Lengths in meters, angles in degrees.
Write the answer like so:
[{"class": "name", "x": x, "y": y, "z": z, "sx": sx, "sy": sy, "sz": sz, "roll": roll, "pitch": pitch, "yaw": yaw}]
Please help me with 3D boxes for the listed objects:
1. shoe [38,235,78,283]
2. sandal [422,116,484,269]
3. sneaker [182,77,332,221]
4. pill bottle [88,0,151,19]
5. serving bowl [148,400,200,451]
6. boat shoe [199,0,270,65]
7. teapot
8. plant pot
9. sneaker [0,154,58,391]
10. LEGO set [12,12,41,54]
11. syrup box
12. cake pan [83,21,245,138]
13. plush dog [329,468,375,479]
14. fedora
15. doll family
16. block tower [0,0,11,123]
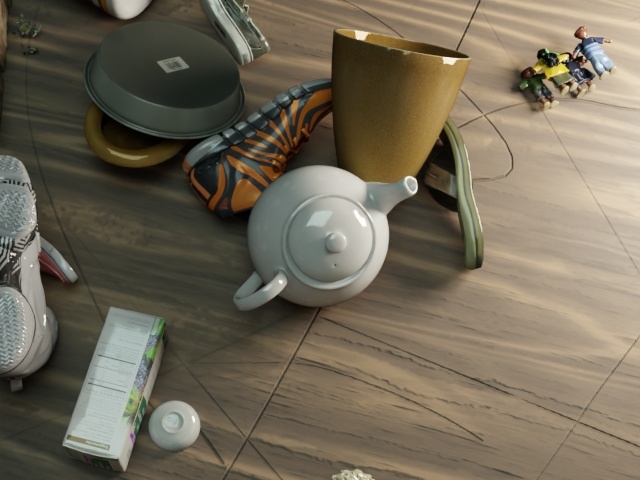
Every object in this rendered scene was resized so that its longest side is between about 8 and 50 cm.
[{"class": "shoe", "x": -0.493, "y": 0.032, "z": 1.773, "sx": 0.178, "sy": 0.063, "sz": 0.081, "roll": 39, "pitch": 71, "yaw": 20}, {"class": "sandal", "x": 0.224, "y": -0.092, "z": 1.835, "sx": 0.086, "sy": 0.120, "sz": 0.303, "roll": -10, "pitch": 66, "yaw": 8}, {"class": "sneaker", "x": -0.067, "y": -0.142, "z": 1.851, "sx": 0.321, "sy": 0.124, "sz": 0.180, "roll": -33, "pitch": 74, "yaw": -5}, {"class": "pill bottle", "x": -0.446, "y": -0.549, "z": 1.988, "sx": 0.278, "sy": 0.162, "sz": 0.162, "roll": 32, "pitch": 68, "yaw": 11}, {"class": "serving bowl", "x": -0.235, "y": 0.293, "z": 1.679, "sx": 0.083, "sy": 0.027, "sz": 0.083, "roll": 1, "pitch": 64, "yaw": -1}, {"class": "boat shoe", "x": -0.172, "y": -0.432, "z": 1.997, "sx": 0.070, "sy": 0.078, "sz": 0.219, "roll": -28, "pitch": 77, "yaw": -14}, {"class": "teapot", "x": 0.000, "y": 0.000, "z": 1.696, "sx": 0.252, "sy": 0.187, "sz": 0.256, "roll": 9, "pitch": 95, "yaw": -12}, {"class": "plant pot", "x": 0.117, "y": -0.214, "z": 1.805, "sx": 0.237, "sy": 0.237, "sz": 0.254, "roll": 11, "pitch": 106, "yaw": 3}, {"class": "sneaker", "x": -0.503, "y": 0.060, "z": 1.674, "sx": 0.137, "sy": 0.210, "sz": 0.366, "roll": -5, "pitch": 66, "yaw": -5}, {"class": "LEGO set", "x": -0.555, "y": -0.388, "z": 1.989, "sx": 0.054, "sy": 0.023, "sz": 0.083, "roll": 2, "pitch": 78, "yaw": 1}, {"class": "syrup box", "x": -0.321, "y": 0.236, "z": 1.666, "sx": 0.096, "sy": 0.093, "sz": 0.237, "roll": 13, "pitch": 65, "yaw": 3}, {"class": "cake pan", "x": -0.271, "y": -0.295, "z": 1.874, "sx": 0.293, "sy": 0.054, "sz": 0.293, "roll": 11, "pitch": 43, "yaw": -11}, {"class": "plush dog", "x": 0.123, "y": 0.473, "z": 1.542, "sx": 0.225, "sy": 0.210, "sz": 0.262, "roll": 19, "pitch": 65, "yaw": -23}, {"class": "fedora", "x": -0.324, "y": -0.191, "z": 1.871, "sx": 0.194, "sy": 0.079, "sz": 0.194, "roll": 5, "pitch": 58, "yaw": -8}, {"class": "doll family", "x": 0.463, "y": -0.330, "z": 1.978, "sx": 0.193, "sy": 0.076, "sz": 0.111, "roll": -20, "pitch": 63, "yaw": -17}, {"class": "block tower", "x": -0.630, "y": -0.332, "z": 1.918, "sx": 0.097, "sy": 0.091, "sz": 0.335, "roll": 0, "pitch": 65, "yaw": -3}]
